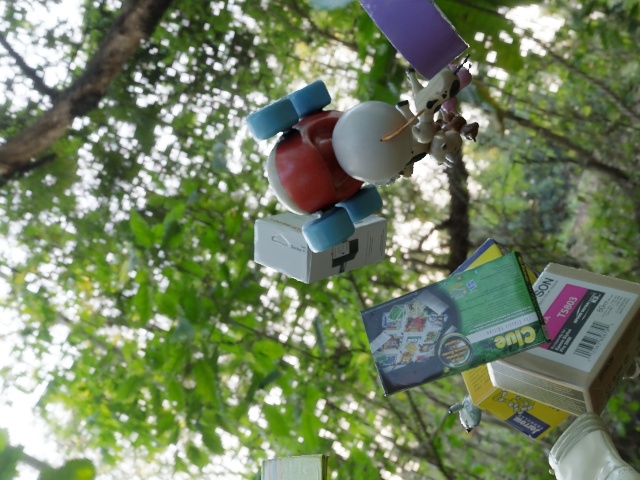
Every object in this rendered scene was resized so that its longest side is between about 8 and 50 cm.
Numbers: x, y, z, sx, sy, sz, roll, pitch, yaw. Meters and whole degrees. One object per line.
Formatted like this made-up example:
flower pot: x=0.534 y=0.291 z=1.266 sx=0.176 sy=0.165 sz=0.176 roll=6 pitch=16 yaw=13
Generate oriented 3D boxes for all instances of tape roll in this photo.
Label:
tape roll: x=0.135 y=-0.339 z=1.348 sx=0.080 sy=0.189 sz=0.189 roll=-39 pitch=-13 yaw=16

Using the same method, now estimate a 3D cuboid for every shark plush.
shark plush: x=0.366 y=0.375 z=2.040 sx=0.161 sy=0.073 sz=0.067 roll=-34 pitch=1 yaw=-42

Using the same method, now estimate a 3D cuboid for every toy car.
toy car: x=0.060 y=-0.137 z=1.274 sx=0.210 sy=0.238 sz=0.219 roll=-40 pitch=-73 yaw=-55

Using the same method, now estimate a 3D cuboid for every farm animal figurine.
farm animal figurine: x=0.217 y=-0.233 z=1.949 sx=0.326 sy=0.172 sz=0.330 roll=-28 pitch=-25 yaw=9

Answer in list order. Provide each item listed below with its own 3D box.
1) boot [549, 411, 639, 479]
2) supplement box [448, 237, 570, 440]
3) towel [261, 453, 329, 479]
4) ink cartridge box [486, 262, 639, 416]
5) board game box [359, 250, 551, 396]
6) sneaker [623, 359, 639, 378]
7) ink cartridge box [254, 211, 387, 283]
boot: x=0.388 y=0.404 z=1.292 sx=0.203 sy=0.095 sz=0.262 roll=-106 pitch=22 yaw=-66
supplement box: x=0.403 y=0.199 z=1.866 sx=0.195 sy=0.194 sz=0.357 roll=-46 pitch=30 yaw=22
towel: x=-0.049 y=0.451 z=1.650 sx=0.021 sy=0.237 sz=0.102 roll=7 pitch=-108 yaw=-29
ink cartridge box: x=0.412 y=0.158 z=1.468 sx=0.235 sy=0.193 sz=0.088 roll=-48 pitch=-47 yaw=-28
board game box: x=0.188 y=0.123 z=1.286 sx=0.030 sy=0.259 sz=0.136 roll=11 pitch=-120 yaw=-58
sneaker: x=0.641 y=0.255 z=1.918 sx=0.064 sy=0.086 sz=0.192 roll=-49 pitch=-31 yaw=10
ink cartridge box: x=0.000 y=0.000 z=1.657 sx=0.208 sy=0.153 sz=0.087 roll=-14 pitch=-65 yaw=-43
